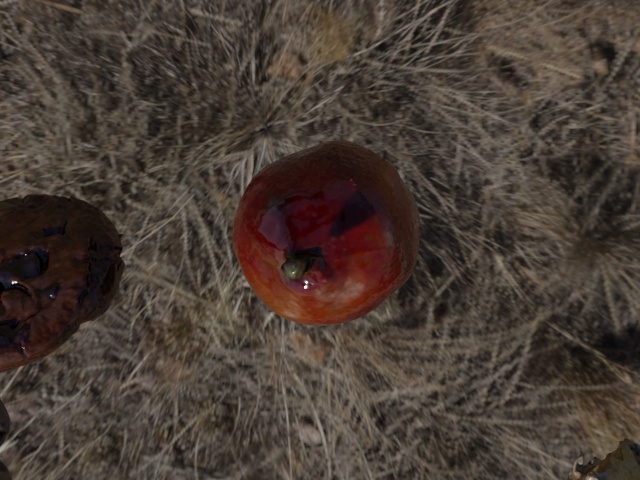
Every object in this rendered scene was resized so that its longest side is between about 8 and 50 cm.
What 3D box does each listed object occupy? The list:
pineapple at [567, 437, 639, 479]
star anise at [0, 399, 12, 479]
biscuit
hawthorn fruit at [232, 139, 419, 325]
[{"bbox_3d":[0.190,0.194,0.529,0.221,0.221,0.047,36,122,-6],"label":"pineapple"},{"bbox_3d":[-0.198,0.131,0.524,0.065,0.182,0.195,4,74,-44],"label":"star anise"},{"bbox_3d":[-0.253,0.030,0.862,0.192,0.192,0.049,-13,129,-2],"label":"biscuit"},{"bbox_3d":[0.000,0.000,0.915,0.169,0.188,0.169,9,117,18],"label":"hawthorn fruit"}]
